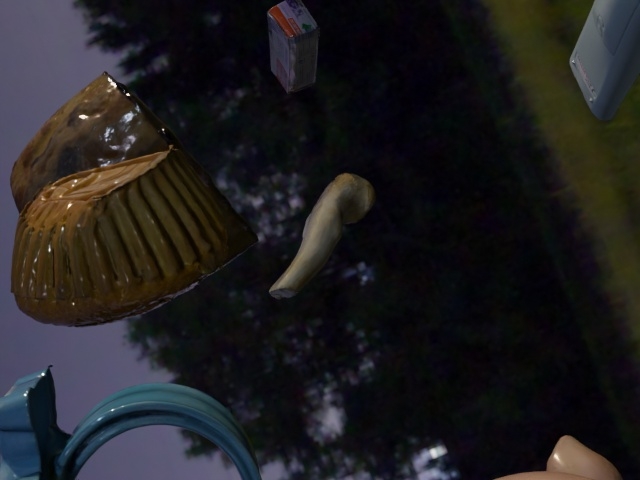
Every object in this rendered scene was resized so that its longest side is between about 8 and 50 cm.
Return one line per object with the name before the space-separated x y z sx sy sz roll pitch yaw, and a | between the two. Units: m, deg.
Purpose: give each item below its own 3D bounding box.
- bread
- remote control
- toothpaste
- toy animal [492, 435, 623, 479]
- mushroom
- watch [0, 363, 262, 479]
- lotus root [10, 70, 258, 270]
bread | -0.216 0.000 1.144 0.240 0.240 0.139 -98 -13 -70
remote control | 0.336 -0.243 1.259 0.293 0.051 0.103 90 163 -69
toothpaste | -0.030 -0.217 1.258 0.047 0.040 0.196 57 173 7
toy animal | 0.164 0.251 0.676 0.237 0.269 0.326 30 149 39
mushroom | 0.001 -0.002 1.185 0.054 0.059 0.202 35 -136 -2
watch | -0.140 0.189 0.839 0.211 0.193 0.211 176 90 -84
lotus root | -0.274 -0.072 1.419 0.316 0.250 0.316 56 177 5
